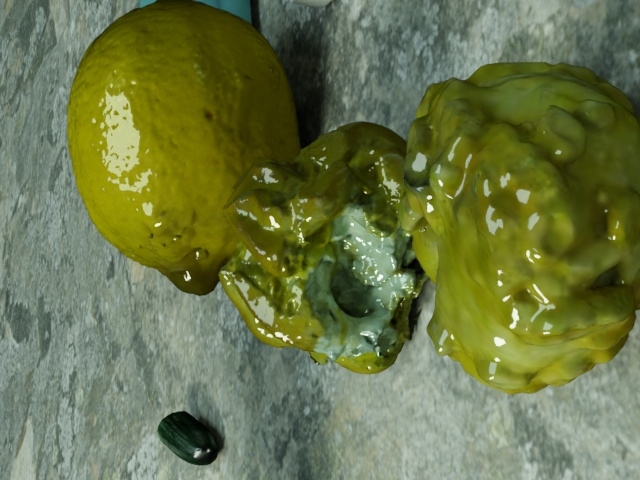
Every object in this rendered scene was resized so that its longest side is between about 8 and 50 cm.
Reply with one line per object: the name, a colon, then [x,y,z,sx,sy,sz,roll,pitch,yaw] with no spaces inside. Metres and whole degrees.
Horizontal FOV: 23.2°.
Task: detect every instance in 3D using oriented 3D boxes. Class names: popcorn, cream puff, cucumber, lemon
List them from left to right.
lemon: [-0.140,-0.102,1.612,0.245,0.245,0.320,-23,72,61]
cucumber: [-0.147,0.233,1.792,0.105,0.048,0.048,26,109,60]
cream puff: [-0.002,-0.002,1.398,0.195,0.194,0.221,41,119,58]
popcorn: [0.156,-0.014,1.102,0.266,0.192,0.233,124,132,-84]

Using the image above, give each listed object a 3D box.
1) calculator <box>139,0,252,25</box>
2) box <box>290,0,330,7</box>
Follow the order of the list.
calculator: [-0.148,-0.234,1.865,0.256,0.054,0.386,-41,53,54]
box: [0.003,-0.326,1.579,0.100,0.048,0.152,-30,62,57]
